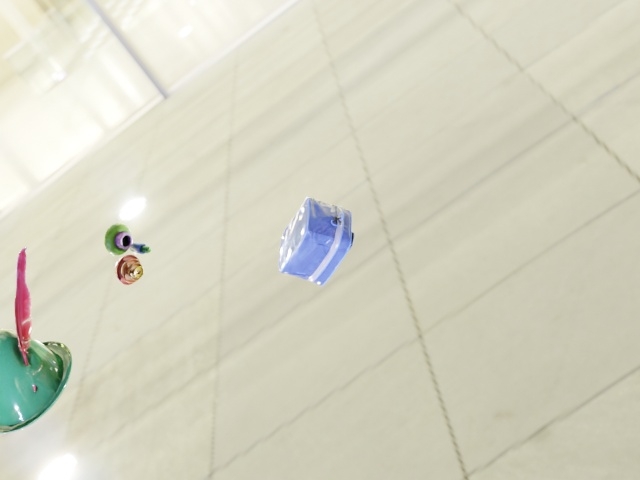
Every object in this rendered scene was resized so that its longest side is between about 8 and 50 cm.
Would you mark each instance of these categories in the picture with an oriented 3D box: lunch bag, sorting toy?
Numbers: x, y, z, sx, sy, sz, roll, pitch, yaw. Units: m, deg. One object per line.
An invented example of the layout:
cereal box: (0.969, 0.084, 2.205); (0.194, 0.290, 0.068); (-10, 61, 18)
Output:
lunch bag: (0.000, 0.000, 1.316); (0.098, 0.065, 0.067); (126, 155, -45)
sorting toy: (-0.296, 0.021, 1.810); (0.042, 0.102, 0.061); (9, 31, 42)

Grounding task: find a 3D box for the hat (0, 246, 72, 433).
hat: (-0.502, 0.164, 1.801); (0.173, 0.183, 0.208); (-16, 40, 18)
